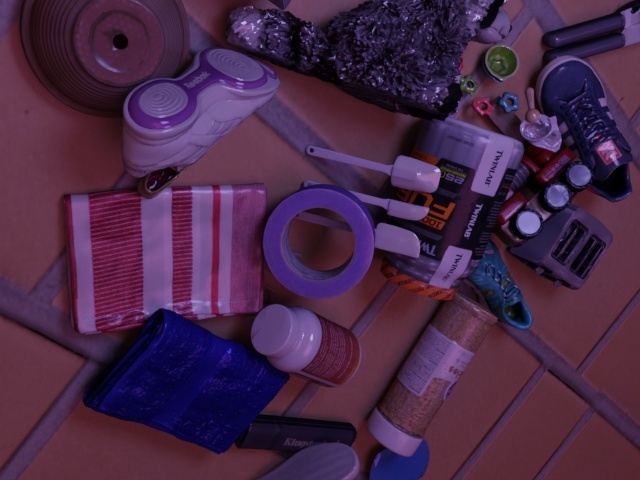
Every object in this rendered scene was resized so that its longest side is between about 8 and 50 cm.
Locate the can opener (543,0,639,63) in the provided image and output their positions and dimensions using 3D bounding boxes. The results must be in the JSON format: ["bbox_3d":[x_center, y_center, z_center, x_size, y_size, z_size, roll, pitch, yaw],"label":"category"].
[{"bbox_3d":[0.574,-0.418,1.380,0.280,0.093,0.074,-20,117,-10],"label":"can opener"}]

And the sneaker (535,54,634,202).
[{"bbox_3d":[0.552,-0.215,1.385,0.131,0.148,0.350,-33,126,14],"label":"sneaker"}]

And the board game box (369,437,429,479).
[{"bbox_3d":[0.175,0.513,1.588,0.168,0.033,0.133,-23,115,-24],"label":"board game box"}]

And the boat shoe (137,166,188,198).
[{"bbox_3d":[-0.233,-0.121,1.081,0.050,0.045,0.135,39,76,-19],"label":"boat shoe"}]

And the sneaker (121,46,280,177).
[{"bbox_3d":[-0.185,-0.195,1.035,0.305,0.114,0.152,-36,164,-42],"label":"sneaker"}]

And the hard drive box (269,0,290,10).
[{"bbox_3d":[-0.060,-0.480,0.965,0.181,0.089,0.232,34,93,-4],"label":"hard drive box"}]

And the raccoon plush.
[{"bbox_3d":[0.108,-0.381,1.082,0.446,0.216,0.299,15,95,-31],"label":"raccoon plush"}]

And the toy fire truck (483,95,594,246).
[{"bbox_3d":[0.389,-0.142,1.375,0.217,0.158,0.246,-42,81,-6],"label":"toy fire truck"}]

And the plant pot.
[{"bbox_3d":[-0.289,-0.283,0.959,0.237,0.109,0.238,-11,116,-24],"label":"plant pot"}]

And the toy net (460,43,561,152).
[{"bbox_3d":[0.371,-0.253,1.297,0.122,0.045,0.232,-42,91,-13],"label":"toy net"}]

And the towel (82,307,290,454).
[{"bbox_3d":[-0.225,0.264,1.210,0.228,0.076,0.308,-47,130,13],"label":"towel"}]

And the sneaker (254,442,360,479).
[{"bbox_3d":[-0.020,0.529,1.423,0.292,0.108,0.169,-28,128,15],"label":"sneaker"}]

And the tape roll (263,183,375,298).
[{"bbox_3d":[0.000,0.000,1.181,0.188,0.080,0.189,1,101,6],"label":"tape roll"}]

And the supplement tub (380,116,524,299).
[{"bbox_3d":[0.233,-0.062,1.277,0.193,0.193,0.316,11,105,-31],"label":"supplement tub"}]

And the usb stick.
[{"bbox_3d":[-0.048,0.400,1.412,0.277,0.045,0.077,15,105,-32],"label":"usb stick"}]

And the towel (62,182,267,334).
[{"bbox_3d":[-0.247,0.028,1.143,0.328,0.037,0.237,-5,108,-24],"label":"towel"}]

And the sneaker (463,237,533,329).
[{"bbox_3d":[0.382,0.090,1.470,0.107,0.110,0.275,-43,123,-5],"label":"sneaker"}]

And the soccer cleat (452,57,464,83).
[{"bbox_3d":[0.249,-0.301,1.285,0.035,0.029,0.083,12,108,-40],"label":"soccer cleat"}]

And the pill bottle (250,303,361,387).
[{"bbox_3d":[-0.026,0.191,1.264,0.121,0.121,0.216,-54,138,2],"label":"pill bottle"}]

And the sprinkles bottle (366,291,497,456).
[{"bbox_3d":[0.235,0.282,1.467,0.121,0.121,0.356,28,96,-34],"label":"sprinkles bottle"}]

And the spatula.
[{"bbox_3d":[0.076,-0.079,1.210,0.241,0.019,0.168,16,107,11],"label":"spatula"}]

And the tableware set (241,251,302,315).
[{"bbox_3d":[-0.120,0.060,1.246,0.141,0.020,0.169,21,99,-33],"label":"tableware set"}]

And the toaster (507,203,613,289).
[{"bbox_3d":[0.532,0.000,1.511,0.168,0.110,0.186,30,95,-35],"label":"toaster"}]
